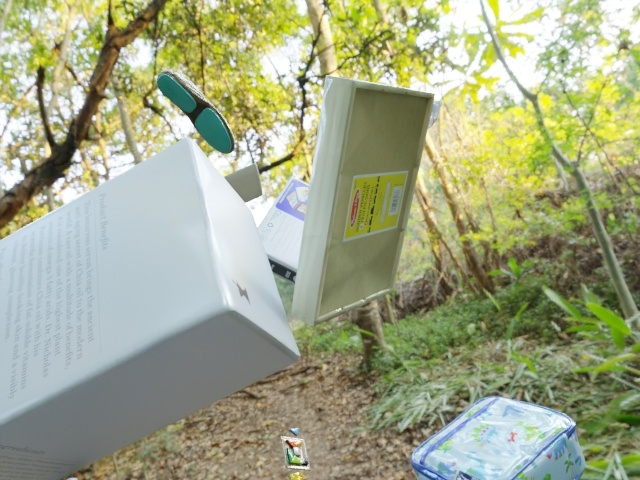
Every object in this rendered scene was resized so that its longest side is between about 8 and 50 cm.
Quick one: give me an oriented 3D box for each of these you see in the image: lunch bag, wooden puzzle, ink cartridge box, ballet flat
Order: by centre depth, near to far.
[{"bbox_3d":[0.254,0.321,0.679,0.218,0.090,0.176,-21,6,-28],"label":"lunch bag"},{"bbox_3d":[0.000,0.000,0.804,0.206,0.208,0.045,-63,-1,-46],"label":"ink cartridge box"},{"bbox_3d":[-0.246,-0.272,0.961,0.073,0.206,0.067,-32,19,26],"label":"ballet flat"},{"bbox_3d":[-0.051,0.448,0.971,0.078,0.116,0.014,25,-60,-41],"label":"wooden puzzle"}]

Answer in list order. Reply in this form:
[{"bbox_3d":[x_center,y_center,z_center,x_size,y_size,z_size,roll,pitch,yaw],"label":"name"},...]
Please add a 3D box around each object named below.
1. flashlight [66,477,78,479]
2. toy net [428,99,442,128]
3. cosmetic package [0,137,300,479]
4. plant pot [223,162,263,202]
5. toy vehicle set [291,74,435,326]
[{"bbox_3d":[-0.442,0.591,0.803,0.103,0.304,0.103,-12,-46,-33],"label":"flashlight"},{"bbox_3d":[0.271,-0.311,1.346,0.045,0.122,0.232,20,-62,-38],"label":"toy net"},{"bbox_3d":[-0.278,0.109,0.506,0.453,0.230,0.161,-27,-36,6],"label":"cosmetic package"},{"bbox_3d":[-0.230,-0.163,1.393,0.109,0.096,0.109,-27,7,-14],"label":"plant pot"},{"bbox_3d":[0.052,-0.045,0.541,0.035,0.267,0.166,23,23,37],"label":"toy vehicle set"}]
